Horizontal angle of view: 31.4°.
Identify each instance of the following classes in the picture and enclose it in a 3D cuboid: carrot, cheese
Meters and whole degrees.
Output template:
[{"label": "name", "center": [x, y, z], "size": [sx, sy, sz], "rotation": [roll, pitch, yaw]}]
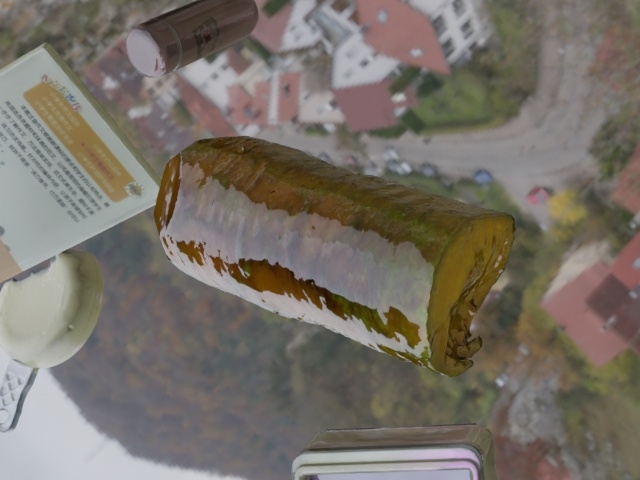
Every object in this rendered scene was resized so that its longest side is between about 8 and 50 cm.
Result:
[{"label": "carrot", "center": [0.000, 0.000, 0.738], "size": [0.302, 0.114, 0.114], "rotation": [20, 155, 49]}, {"label": "cheese", "center": [-0.378, 0.138, 1.558], "size": [0.163, 0.249, 0.071], "rotation": [-9, 157, 25]}]

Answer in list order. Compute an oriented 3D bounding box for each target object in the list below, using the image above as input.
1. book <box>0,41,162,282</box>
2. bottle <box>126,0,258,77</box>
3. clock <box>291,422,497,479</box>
[{"label": "book", "center": [-0.338, -0.063, 1.212], "size": [0.208, 0.295, 0.020], "rotation": [54, -156, -28]}, {"label": "bottle", "center": [-0.120, -0.199, 1.079], "size": [0.053, 0.140, 0.053], "rotation": [23, 129, 32]}, {"label": "clock", "center": [0.064, 0.239, 0.849], "size": [0.071, 0.147, 0.192], "rotation": [-14, -81, -76]}]
